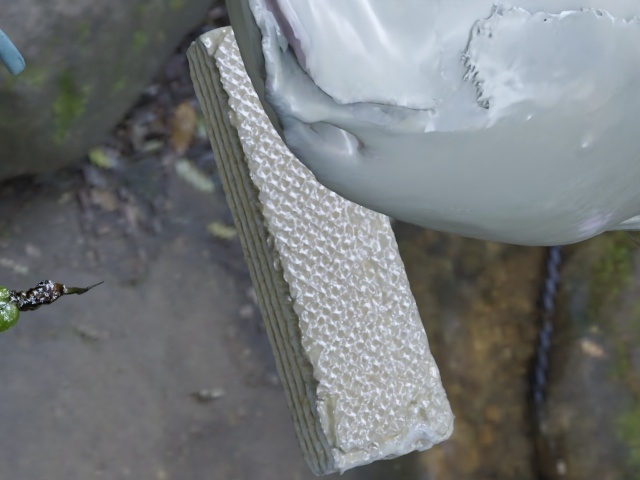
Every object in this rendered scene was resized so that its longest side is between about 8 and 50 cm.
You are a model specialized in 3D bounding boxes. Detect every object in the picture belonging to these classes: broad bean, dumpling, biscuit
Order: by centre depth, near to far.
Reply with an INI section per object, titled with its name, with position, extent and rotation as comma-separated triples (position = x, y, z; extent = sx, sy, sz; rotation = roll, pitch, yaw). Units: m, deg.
[dumpling]
position = 0.058, -0.126, 0.842
extent = 0.341, 0.181, 0.260
rotation = -3, 60, -31
[broad bean]
position = -0.302, 0.084, 1.349
extent = 0.318, 0.098, 0.056
rotation = -32, 100, -50
[biscuit]
position = 0.000, 0.000, 1.665
extent = 0.144, 0.078, 0.426
rotation = -12, 80, -25

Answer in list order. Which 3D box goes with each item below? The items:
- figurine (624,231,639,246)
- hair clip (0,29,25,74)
[figurine]
position = 0.249, -0.022, 1.097
extent = 0.205, 0.224, 0.382
rotation = 0, 42, -10
[hair clip]
position = -0.449, -0.264, 1.620
extent = 0.392, 0.238, 0.318
rotation = 61, -2, 20
